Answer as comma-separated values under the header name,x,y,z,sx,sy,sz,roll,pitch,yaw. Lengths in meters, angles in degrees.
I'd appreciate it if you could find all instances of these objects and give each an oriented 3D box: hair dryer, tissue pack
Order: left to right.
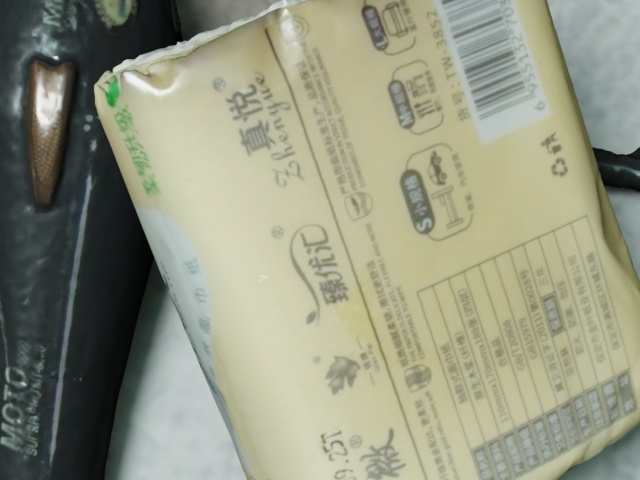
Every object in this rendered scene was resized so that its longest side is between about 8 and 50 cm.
name,x,y,z,sx,sy,sz,roll,pitch,yaw
hair dryer,0.000,0.000,0.541,0.359,0.120,0.304,1,83,-4
tissue pack,0.031,0.005,0.474,0.186,0.090,0.222,-25,104,-13
